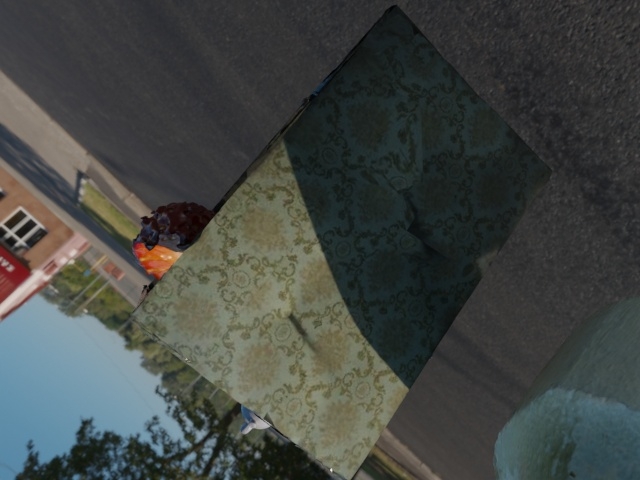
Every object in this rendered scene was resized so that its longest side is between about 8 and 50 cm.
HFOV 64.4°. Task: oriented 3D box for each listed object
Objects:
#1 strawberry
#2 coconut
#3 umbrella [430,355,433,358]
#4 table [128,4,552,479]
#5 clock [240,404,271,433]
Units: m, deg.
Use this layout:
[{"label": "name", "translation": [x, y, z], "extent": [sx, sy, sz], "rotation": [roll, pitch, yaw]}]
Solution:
[{"label": "strawberry", "translation": [-0.116, 0.002, 0.516], "extent": [0.121, 0.082, 0.188], "rotation": [-6, 159, 5]}, {"label": "coconut", "translation": [0.260, 0.153, 0.341], "extent": [0.237, 0.265, 0.237], "rotation": [37, 140, 38]}, {"label": "umbrella", "translation": [0.259, 0.264, 1.551], "extent": [0.250, 0.052, 0.053], "rotation": [51, -161, -9]}, {"label": "table", "translation": [0.000, 0.000, 0.543], "extent": [0.222, 0.335, 0.272], "rotation": [41, 167, -12]}, {"label": "clock", "translation": [-0.067, 0.251, 0.854], "extent": [0.080, 0.117, 0.176], "rotation": [41, 122, -5]}]
